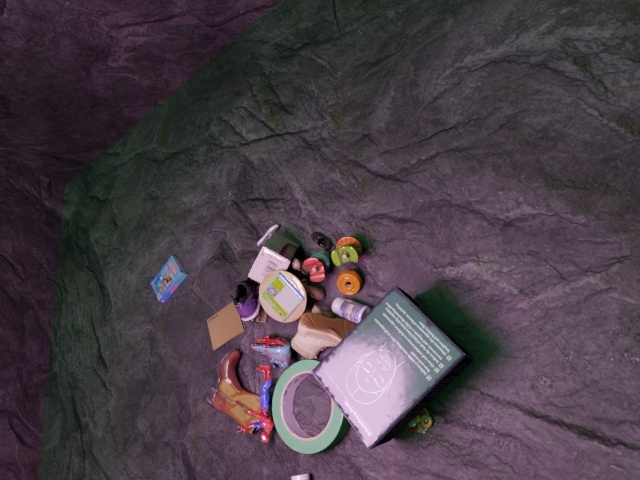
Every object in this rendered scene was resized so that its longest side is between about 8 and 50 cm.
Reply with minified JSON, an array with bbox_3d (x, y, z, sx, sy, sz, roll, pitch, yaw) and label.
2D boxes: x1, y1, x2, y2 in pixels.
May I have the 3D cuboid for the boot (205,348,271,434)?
[{"bbox_3d":[-0.326,0.620,1.722,0.280,0.096,0.264,15,69,31],"label":"boot"}]

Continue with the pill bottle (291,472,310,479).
[{"bbox_3d":[-0.059,0.904,1.428,0.087,0.087,0.160,-24,60,26],"label":"pill bottle"}]

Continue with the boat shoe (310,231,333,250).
[{"bbox_3d":[0.001,-0.002,1.761,0.133,0.042,0.049,38,98,39],"label":"boat shoe"}]

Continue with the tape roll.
[{"bbox_3d":[-0.034,0.611,1.529,0.321,0.077,0.321,-13,65,30],"label":"tape roll"}]

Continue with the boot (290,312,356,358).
[{"bbox_3d":[0.027,0.380,1.552,0.095,0.262,0.203,-80,9,-45],"label":"boot"}]

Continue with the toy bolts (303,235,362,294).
[{"bbox_3d":[0.069,0.097,1.649,0.229,0.158,0.218,-10,107,20],"label":"toy bolts"}]

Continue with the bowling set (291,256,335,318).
[{"bbox_3d":[-0.086,0.237,1.657,0.200,0.154,0.287,-38,55,17],"label":"bowling set"}]

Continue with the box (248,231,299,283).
[{"bbox_3d":[-0.189,0.080,1.712,0.127,0.232,0.148,28,108,-2],"label":"box"}]

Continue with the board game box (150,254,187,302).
[{"bbox_3d":[-0.831,0.211,2.250,0.210,0.047,0.160,-50,52,10],"label":"board game box"}]

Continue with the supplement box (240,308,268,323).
[{"bbox_3d":[-0.288,0.329,1.807,0.083,0.083,0.056,-3,71,34],"label":"supplement box"}]

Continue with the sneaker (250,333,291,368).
[{"bbox_3d":[-0.200,0.460,1.662,0.262,0.104,0.125,-11,96,60],"label":"sneaker"}]

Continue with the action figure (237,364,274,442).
[{"bbox_3d":[-0.253,0.639,1.603,0.091,0.139,0.280,129,137,-56],"label":"action figure"}]

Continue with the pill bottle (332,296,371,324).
[{"bbox_3d":[0.116,0.264,1.555,0.137,0.078,0.078,16,82,38],"label":"pill bottle"}]

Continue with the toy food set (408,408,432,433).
[{"bbox_3d":[0.316,0.580,1.333,0.082,0.020,0.083,-46,54,12],"label":"toy food set"}]

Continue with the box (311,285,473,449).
[{"bbox_3d":[0.228,0.397,1.309,0.395,0.212,0.293,-46,59,5],"label":"box"}]

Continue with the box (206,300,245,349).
[{"bbox_3d":[-0.445,0.396,1.930,0.201,0.021,0.164,-36,56,18],"label":"box"}]

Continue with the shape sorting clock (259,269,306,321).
[{"bbox_3d":[-0.146,0.215,1.588,0.206,0.040,0.206,2,97,20],"label":"shape sorting clock"}]

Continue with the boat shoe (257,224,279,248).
[{"bbox_3d":[-0.238,-0.015,1.932,0.142,0.049,0.040,-46,72,14],"label":"boat shoe"}]

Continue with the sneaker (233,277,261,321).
[{"bbox_3d":[-0.306,0.205,1.784,0.107,0.124,0.283,-19,32,13],"label":"sneaker"}]
